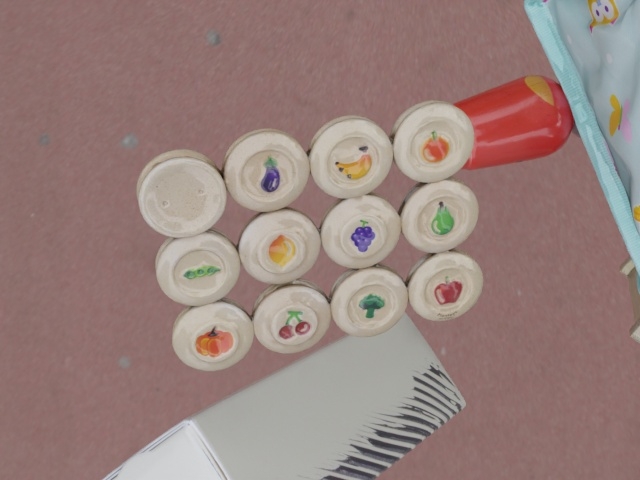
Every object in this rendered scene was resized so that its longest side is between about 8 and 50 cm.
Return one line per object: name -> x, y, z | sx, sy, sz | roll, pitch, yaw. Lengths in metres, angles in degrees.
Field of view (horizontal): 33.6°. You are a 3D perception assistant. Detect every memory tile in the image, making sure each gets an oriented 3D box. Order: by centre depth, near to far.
memory tile -> 0.000, 0.000, 0.466 | 0.148, 0.012, 0.113 | -12, 120, -8

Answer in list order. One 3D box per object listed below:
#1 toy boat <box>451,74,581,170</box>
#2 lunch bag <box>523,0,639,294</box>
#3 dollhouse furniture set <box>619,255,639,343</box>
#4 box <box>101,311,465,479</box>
toy boat -> 0.122, -0.208, 0.703 | 0.148, 0.267, 0.318 | -17, 96, -7
lunch bag -> 0.258, -0.052, 0.517 | 0.223, 0.160, 0.262 | -23, 90, -15
dollhouse furniture set -> 0.320, 0.012, 0.726 | 0.129, 0.129, 0.184 | 35, 113, -2
box -> -0.016, 0.137, 0.710 | 0.113, 0.275, 0.094 | -39, 80, 32
